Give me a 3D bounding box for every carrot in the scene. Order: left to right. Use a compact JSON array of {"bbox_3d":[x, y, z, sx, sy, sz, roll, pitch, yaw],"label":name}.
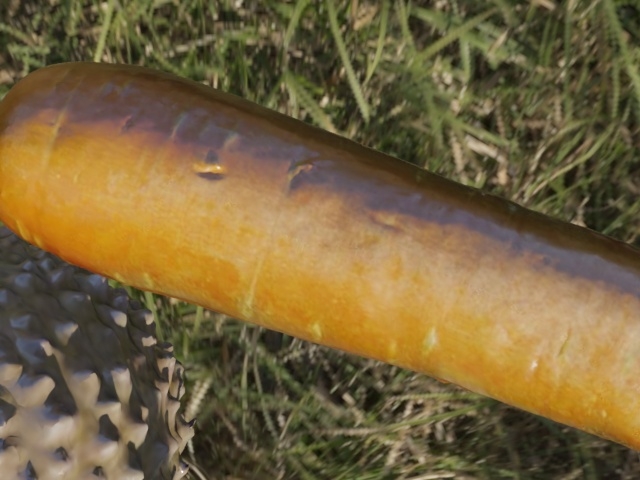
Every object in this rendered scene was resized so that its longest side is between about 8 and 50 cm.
[{"bbox_3d":[0.000,0.000,0.396,0.225,0.067,0.067,20,78,7],"label":"carrot"}]

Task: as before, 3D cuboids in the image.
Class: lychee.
[{"bbox_3d":[-0.284,0.159,0.938,0.380,0.432,0.380,6,100,34],"label":"lychee"}]
